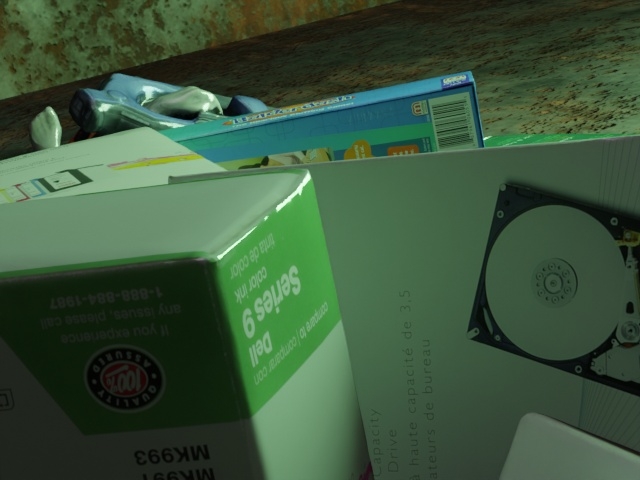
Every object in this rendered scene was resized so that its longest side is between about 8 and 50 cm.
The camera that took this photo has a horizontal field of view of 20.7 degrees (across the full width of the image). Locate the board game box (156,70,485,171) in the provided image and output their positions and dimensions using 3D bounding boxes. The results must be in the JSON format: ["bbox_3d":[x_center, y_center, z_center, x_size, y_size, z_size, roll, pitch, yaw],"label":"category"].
[{"bbox_3d":[0.000,0.000,1.024,0.210,0.160,0.047,-10,13,4],"label":"board game box"}]

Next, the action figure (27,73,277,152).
[{"bbox_3d":[-0.044,-0.018,1.278,0.341,0.179,0.330,13,12,-20],"label":"action figure"}]

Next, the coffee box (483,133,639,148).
[{"bbox_3d":[0.162,-0.004,1.012,0.040,0.113,0.184,-19,13,-40],"label":"coffee box"}]

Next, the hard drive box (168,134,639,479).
[{"bbox_3d":[0.066,0.057,0.646,0.232,0.181,0.089,-5,-2,31],"label":"hard drive box"}]

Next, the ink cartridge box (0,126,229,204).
[{"bbox_3d":[-0.120,0.053,0.875,0.168,0.171,0.232,-15,14,-14],"label":"ink cartridge box"}]

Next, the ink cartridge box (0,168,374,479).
[{"bbox_3d":[-0.064,0.098,0.552,0.154,0.212,0.093,-6,17,20],"label":"ink cartridge box"}]

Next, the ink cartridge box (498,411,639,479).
[{"bbox_3d":[0.137,0.082,0.417,0.060,0.239,0.275,20,-1,-26],"label":"ink cartridge box"}]
